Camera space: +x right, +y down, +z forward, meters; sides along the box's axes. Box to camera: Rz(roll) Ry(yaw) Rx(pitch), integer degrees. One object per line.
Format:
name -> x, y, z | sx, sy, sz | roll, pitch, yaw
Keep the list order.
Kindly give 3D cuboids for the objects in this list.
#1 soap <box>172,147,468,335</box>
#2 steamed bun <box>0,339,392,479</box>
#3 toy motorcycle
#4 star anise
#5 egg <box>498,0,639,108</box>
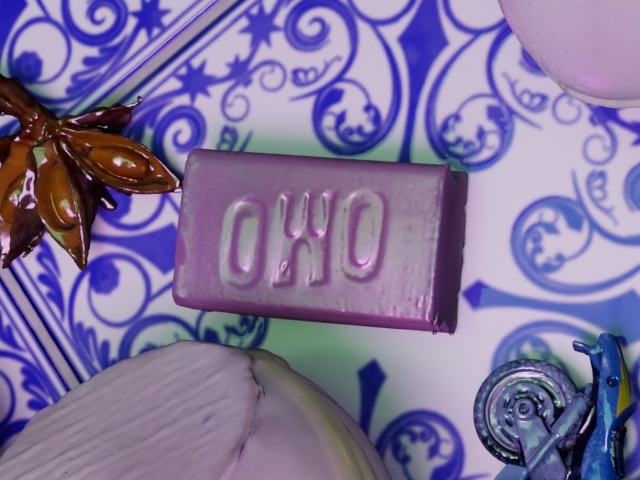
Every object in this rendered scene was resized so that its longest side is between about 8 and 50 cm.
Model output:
soap -> 0.000, 0.000, 1.194 | 0.203, 0.065, 0.122 | 4, 87, 20
steamed bun -> -0.069, 0.240, 1.102 | 0.309, 0.309, 0.309 | -2, 85, 20
toy motorcycle -> 0.177, 0.191, 1.102 | 0.135, 0.092, 0.255 | -10, 73, 10
star anise -> -0.207, -0.047, 1.279 | 0.212, 0.053, 0.157 | 15, 90, 19
egg -> 0.228, -0.243, 1.016 | 0.278, 0.278, 0.336 | 23, 89, 20
